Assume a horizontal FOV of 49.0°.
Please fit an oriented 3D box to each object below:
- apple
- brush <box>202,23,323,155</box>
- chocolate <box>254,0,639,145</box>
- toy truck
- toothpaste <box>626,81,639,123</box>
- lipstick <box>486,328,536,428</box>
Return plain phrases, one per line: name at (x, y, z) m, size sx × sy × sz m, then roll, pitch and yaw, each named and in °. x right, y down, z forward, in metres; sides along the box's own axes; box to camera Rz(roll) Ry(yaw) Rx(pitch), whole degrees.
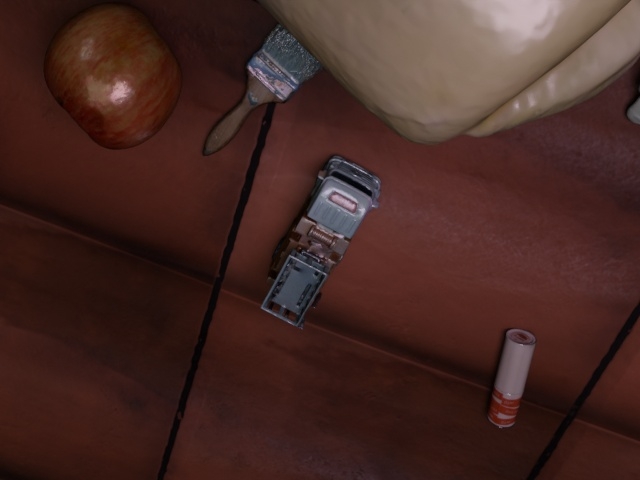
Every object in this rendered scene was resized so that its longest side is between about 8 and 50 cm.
apple at (-0.222, -0.180, 0.763) m, size 0.131 × 0.146 × 0.146 m, roll -40°, pitch 104°, yaw -5°
brush at (-0.077, -0.164, 0.812) m, size 0.070 × 0.021 × 0.196 m, roll 42°, pitch 117°, yaw -11°
chocolate at (0.107, -0.219, 0.568) m, size 0.326 × 0.314 × 0.297 m, roll -28°, pitch 98°, yaw 19°
toy truck at (-0.001, -0.001, 0.820) m, size 0.080 × 0.115 × 0.177 m, roll 28°, pitch 115°, yaw -3°
toothpaste at (0.362, -0.197, 0.649) m, size 0.067 × 0.037 × 0.255 m, roll 17°, pitch 146°, yaw -3°
lipstick at (0.244, 0.178, 0.901) m, size 0.038 × 0.038 × 0.130 m, roll 9°, pitch 116°, yaw 6°
